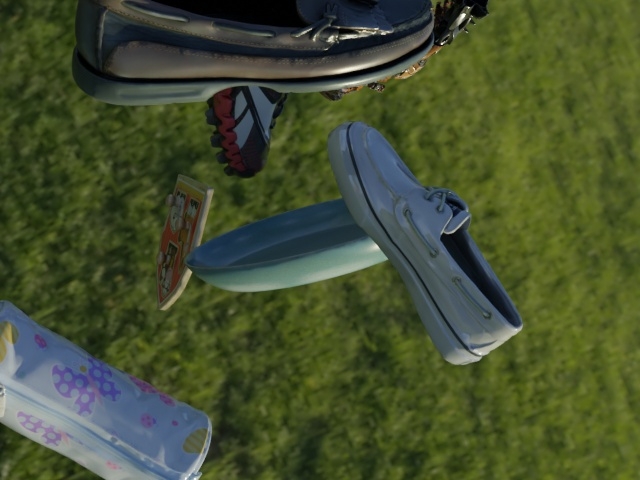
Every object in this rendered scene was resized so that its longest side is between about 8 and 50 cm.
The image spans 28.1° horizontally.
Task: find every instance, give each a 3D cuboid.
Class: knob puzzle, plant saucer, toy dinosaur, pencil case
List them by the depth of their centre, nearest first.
[{"bbox_3d":[-0.242,0.167,1.291,0.273,0.113,0.124,33,-6,-23],"label":"pencil case"},{"bbox_3d":[0.000,0.000,1.488,0.317,0.317,0.044,-39,117,-65],"label":"plant saucer"},{"bbox_3d":[0.096,-0.276,1.602,0.164,0.218,0.322,32,38,-6],"label":"toy dinosaur"},{"bbox_3d":[-0.213,0.005,1.843,0.030,0.213,0.213,13,48,-22],"label":"knob puzzle"}]

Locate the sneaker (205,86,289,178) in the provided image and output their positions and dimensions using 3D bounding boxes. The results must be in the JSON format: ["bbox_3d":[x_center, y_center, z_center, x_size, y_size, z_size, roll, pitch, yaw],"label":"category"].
[{"bbox_3d":[-0.072,-0.185,1.486,0.098,0.135,0.276,-102,-175,-48],"label":"sneaker"}]

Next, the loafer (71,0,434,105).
[{"bbox_3d":[-0.035,-0.152,0.866,0.267,0.084,0.096,-12,43,-24],"label":"loafer"}]

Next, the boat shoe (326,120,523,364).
[{"bbox_3d":[0.093,-0.010,1.056,0.226,0.076,0.083,58,32,-2],"label":"boat shoe"}]
